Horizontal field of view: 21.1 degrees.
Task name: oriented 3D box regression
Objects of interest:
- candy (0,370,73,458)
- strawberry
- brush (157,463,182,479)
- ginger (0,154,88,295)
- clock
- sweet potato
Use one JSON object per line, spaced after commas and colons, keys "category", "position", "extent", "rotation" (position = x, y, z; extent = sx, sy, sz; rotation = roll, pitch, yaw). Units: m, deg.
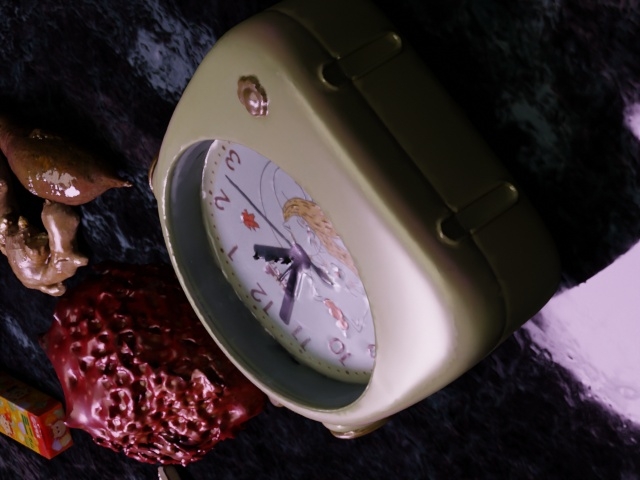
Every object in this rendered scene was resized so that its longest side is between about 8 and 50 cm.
{"category": "candy", "position": [-0.335, 0.196, 1.940], "extent": [0.122, 0.038, 0.062], "rotation": [19, 131, 43]}
{"category": "strawberry", "position": [-0.126, 0.107, 1.483], "extent": [0.201, 0.184, 0.187], "rotation": [6, 109, 43]}
{"category": "brush", "position": [-0.085, 0.369, 1.712], "extent": [0.337, 0.020, 0.085], "rotation": [61, 159, 18]}
{"category": "ginger", "position": [-0.311, -0.027, 1.718], "extent": [0.193, 0.052, 0.176], "rotation": [16, 123, 44]}
{"category": "clock", "position": [0.000, 0.000, 1.281], "extent": [0.286, 0.117, 0.348], "rotation": [53, 147, 7]}
{"category": "sweet potato", "position": [-0.268, -0.079, 1.610], "extent": [0.226, 0.068, 0.068], "rotation": [26, 135, 40]}
